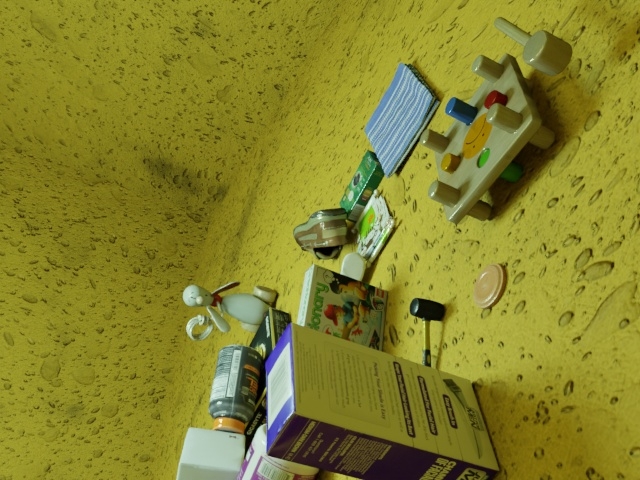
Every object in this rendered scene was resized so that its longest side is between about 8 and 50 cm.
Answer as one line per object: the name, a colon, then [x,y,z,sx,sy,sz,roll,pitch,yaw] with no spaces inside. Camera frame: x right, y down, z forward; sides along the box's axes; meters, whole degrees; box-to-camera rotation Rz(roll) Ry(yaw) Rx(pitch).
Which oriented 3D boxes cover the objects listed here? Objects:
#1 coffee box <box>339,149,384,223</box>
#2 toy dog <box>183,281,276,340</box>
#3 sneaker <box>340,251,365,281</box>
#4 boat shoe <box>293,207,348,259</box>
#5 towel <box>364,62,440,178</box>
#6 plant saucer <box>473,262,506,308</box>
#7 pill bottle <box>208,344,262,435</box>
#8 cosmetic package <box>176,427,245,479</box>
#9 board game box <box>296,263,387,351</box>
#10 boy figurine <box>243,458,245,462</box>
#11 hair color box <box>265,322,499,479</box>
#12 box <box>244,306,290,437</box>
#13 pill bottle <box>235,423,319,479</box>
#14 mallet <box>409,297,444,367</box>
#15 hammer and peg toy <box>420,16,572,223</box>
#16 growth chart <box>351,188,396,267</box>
coffee box: [0.118,-0.150,1.926,0.184,0.040,0.113,-62,21,21]
toy dog: [-0.281,0.232,2.307,0.161,0.334,0.220,21,116,56]
sneaker: [0.066,0.133,1.737,0.094,0.080,0.212,-38,-32,-86]
boat shoe: [0.000,0.000,1.974,0.324,0.123,0.119,134,125,-74]
towel: [0.207,-0.336,1.860,0.243,0.040,0.336,-59,20,23]
plant saucer: [0.293,0.078,1.200,0.083,0.013,0.083,-55,22,36]
pill bottle: [-0.244,0.431,1.945,0.130,0.131,0.245,-49,28,47]
cosmetic package: [-0.307,0.746,1.767,0.230,0.162,0.453,-127,47,-82]
board game box: [0.040,0.218,1.490,0.053,0.193,0.305,-46,29,51]
boy figurine: [-0.112,0.528,1.759,0.285,0.092,0.177,-56,22,34]
hair color box: [0.088,0.267,1.052,0.185,0.339,0.110,-96,30,-55]
box: [-0.167,0.399,2.089,0.322,0.079,0.257,-102,35,-59]
pill bottle: [-0.122,0.592,1.585,0.301,0.169,0.169,-67,18,6]
mallet: [0.208,0.201,1.291,0.039,0.062,0.189,138,134,-57]
hammer and peg toy: [0.329,-0.232,1.261,0.361,0.127,0.266,-56,20,35]
growth chart: [0.134,-0.029,1.780,0.172,0.021,0.237,-63,18,22]
